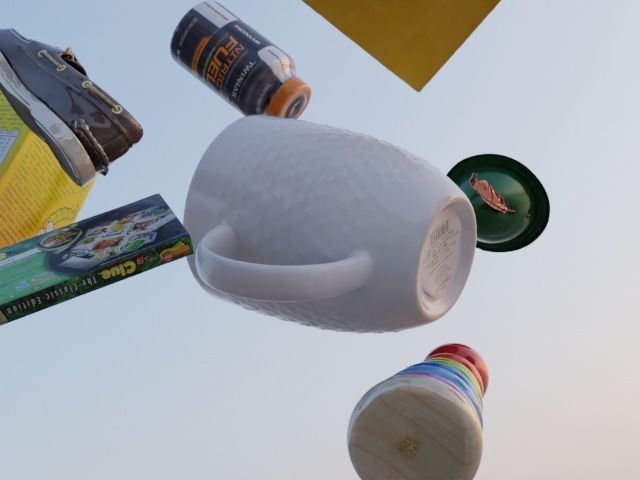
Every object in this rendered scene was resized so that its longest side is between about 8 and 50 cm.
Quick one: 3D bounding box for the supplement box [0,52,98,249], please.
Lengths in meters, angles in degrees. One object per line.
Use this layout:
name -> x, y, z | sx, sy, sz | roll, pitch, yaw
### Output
supplement box -> -0.500, -0.108, 1.589 | 0.194, 0.357, 0.195 | 4, -35, 21

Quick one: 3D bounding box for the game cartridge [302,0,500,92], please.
game cartridge -> 0.110, -0.416, 1.428 | 0.323, 0.053, 0.285 | 37, -66, -13

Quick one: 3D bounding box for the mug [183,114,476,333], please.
mug -> 0.000, 0.000, 1.311 | 0.328, 0.276, 0.374 | 14, 22, 32

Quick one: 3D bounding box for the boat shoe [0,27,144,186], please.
boat shoe -> -0.330, -0.185, 1.244 | 0.096, 0.324, 0.117 | -34, -42, -16

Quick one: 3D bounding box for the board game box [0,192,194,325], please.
board game box -> -0.281, 0.023, 1.110 | 0.259, 0.136, 0.030 | -21, -58, -14

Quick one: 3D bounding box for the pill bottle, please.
pill bottle -> -0.131, -0.296, 1.719 | 0.130, 0.245, 0.130 | -45, -19, -20

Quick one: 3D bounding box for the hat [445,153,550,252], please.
hat -> 0.247, -0.024, 1.527 | 0.173, 0.208, 0.183 | -34, 16, 31

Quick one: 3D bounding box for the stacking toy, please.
stacking toy -> 0.133, 0.187, 1.165 | 0.141, 0.141, 0.330 | -22, 1, 16
